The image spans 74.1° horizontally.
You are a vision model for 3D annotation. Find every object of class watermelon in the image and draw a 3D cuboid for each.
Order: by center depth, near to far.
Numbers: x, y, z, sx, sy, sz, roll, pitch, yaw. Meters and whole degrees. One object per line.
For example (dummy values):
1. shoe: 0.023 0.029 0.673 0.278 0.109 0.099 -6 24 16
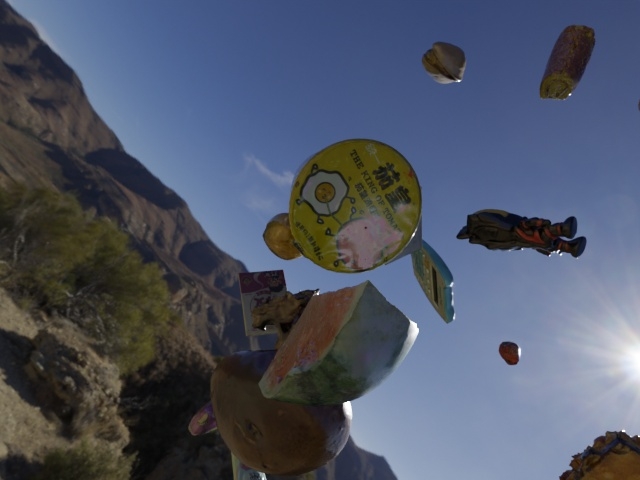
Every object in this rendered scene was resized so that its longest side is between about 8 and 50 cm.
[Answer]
1. watermelon: 0.029 0.162 0.643 0.175 0.256 0.260 68 -16 3

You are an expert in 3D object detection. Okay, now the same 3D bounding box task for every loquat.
1. loquat: -0.120 -0.016 1.813 0.246 0.213 0.213 10 -42 32

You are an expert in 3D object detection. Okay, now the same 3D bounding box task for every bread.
1. bread: 0.700 -0.501 1.204 0.103 0.172 0.132 23 -8 22

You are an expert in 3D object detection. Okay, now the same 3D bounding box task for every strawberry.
1. strawberry: 0.769 0.456 1.717 0.083 0.083 0.096 136 -43 -70

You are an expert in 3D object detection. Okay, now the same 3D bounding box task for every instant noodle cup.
1. instant noodle cup: 0.060 -0.106 1.095 0.325 0.326 0.254 60 -3 -21

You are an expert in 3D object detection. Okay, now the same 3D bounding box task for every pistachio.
1. pistachio: 0.349 -0.501 1.202 0.113 0.149 0.112 6 -82 50

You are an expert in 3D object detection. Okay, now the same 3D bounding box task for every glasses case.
1. glasses case: -0.282 0.521 1.346 0.076 0.123 0.316 45 21 20

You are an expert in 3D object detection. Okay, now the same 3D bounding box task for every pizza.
1. pizza: 0.662 0.554 0.909 0.114 0.409 0.277 11 57 -60

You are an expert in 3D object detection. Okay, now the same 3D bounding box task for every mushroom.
1. mushroom: -0.097 0.347 1.001 0.356 0.332 0.333 -88 153 -63

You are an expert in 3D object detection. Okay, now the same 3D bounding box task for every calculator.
1. calculator: 0.429 0.132 1.668 0.386 0.055 0.255 -116 -168 -59

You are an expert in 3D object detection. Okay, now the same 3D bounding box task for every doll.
1. doll: 0.402 -0.015 0.881 0.249 0.088 0.126 1 -62 52

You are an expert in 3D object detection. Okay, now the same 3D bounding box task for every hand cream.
1. hand cream: -0.273 0.832 1.567 0.147 0.093 0.305 20 23 -31

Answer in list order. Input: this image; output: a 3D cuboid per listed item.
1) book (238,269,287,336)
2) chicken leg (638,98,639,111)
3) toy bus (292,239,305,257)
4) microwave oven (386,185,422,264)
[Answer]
1. book: -0.187 0.208 1.449 0.022 0.163 0.231 112 -30 -54
2. chicken leg: 0.884 -0.402 1.017 0.108 0.251 0.087 22 23 -29
3. toy bus: 0.000 0.000 1.474 0.175 0.101 0.088 -7 -49 42
4. microwave oven: 0.229 -0.068 1.418 0.145 0.194 0.240 47 -27 51
